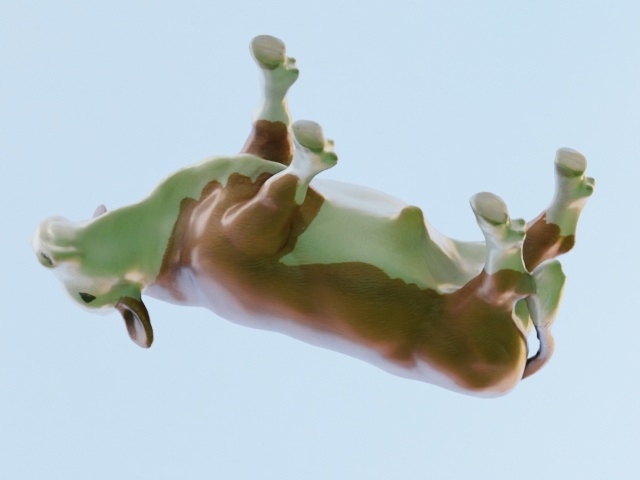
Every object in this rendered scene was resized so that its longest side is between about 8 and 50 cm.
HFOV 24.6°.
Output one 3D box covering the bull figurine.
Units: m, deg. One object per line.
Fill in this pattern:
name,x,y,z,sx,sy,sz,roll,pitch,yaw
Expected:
bull figurine,0.000,0.000,0.830,0.310,0.101,0.188,16,-44,-12
